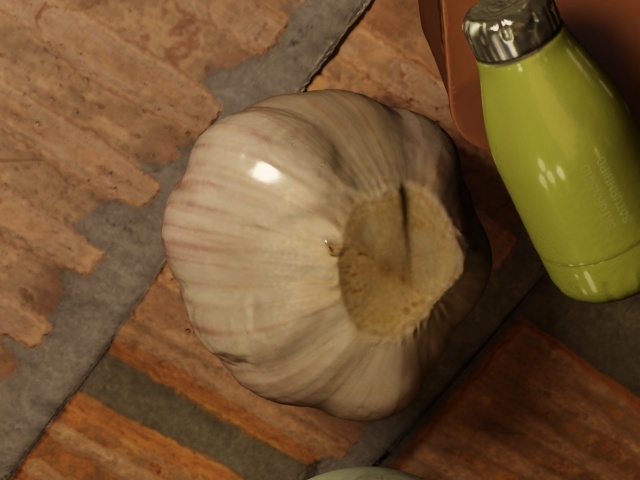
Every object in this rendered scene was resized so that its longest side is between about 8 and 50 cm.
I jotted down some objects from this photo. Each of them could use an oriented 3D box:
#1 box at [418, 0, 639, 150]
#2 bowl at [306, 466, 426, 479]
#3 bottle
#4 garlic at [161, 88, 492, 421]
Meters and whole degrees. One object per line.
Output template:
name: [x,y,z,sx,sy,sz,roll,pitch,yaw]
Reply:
box: [0.253,-0.244,1.218,0.339,0.229,0.239,-9,116,-2]
bowl: [0.041,0.367,1.523,0.307,0.163,0.307,-3,116,-6]
bottle: [0.189,-0.077,1.103,0.112,0.112,0.260,-26,118,6]
garlic: [0.000,0.000,1.301,0.317,0.259,0.317,2,86,-31]
